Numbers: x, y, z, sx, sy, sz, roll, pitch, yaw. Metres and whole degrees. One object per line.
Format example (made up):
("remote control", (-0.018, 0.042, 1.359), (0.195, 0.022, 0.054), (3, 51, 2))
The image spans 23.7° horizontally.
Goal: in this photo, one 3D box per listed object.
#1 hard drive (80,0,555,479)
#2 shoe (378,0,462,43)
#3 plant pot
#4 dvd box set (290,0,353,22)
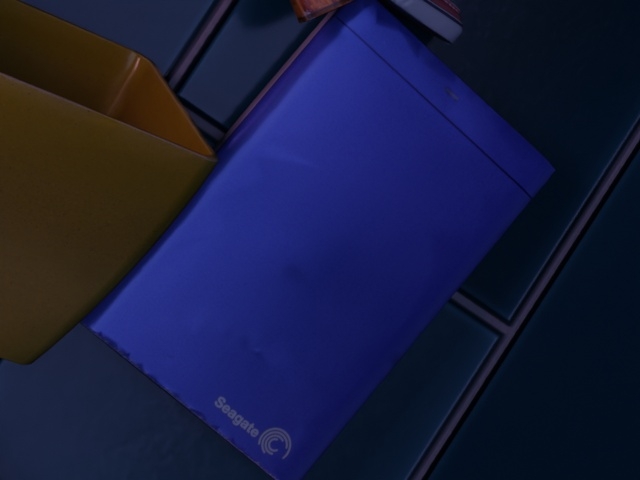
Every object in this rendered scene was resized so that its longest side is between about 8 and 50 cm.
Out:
("hard drive", (0.000, 0.000, 1.141), (0.210, 0.040, 0.318), (41, 85, -15))
("shoe", (0.048, -0.224, 1.116), (0.178, 0.063, 0.081), (35, 92, -11))
("plant pot", (-0.221, -0.045, 0.989), (0.212, 0.212, 0.187), (21, 105, -27))
("dvd box set", (0.039, -0.400, 1.029), (0.308, 0.062, 0.420), (-24, 99, -2))
